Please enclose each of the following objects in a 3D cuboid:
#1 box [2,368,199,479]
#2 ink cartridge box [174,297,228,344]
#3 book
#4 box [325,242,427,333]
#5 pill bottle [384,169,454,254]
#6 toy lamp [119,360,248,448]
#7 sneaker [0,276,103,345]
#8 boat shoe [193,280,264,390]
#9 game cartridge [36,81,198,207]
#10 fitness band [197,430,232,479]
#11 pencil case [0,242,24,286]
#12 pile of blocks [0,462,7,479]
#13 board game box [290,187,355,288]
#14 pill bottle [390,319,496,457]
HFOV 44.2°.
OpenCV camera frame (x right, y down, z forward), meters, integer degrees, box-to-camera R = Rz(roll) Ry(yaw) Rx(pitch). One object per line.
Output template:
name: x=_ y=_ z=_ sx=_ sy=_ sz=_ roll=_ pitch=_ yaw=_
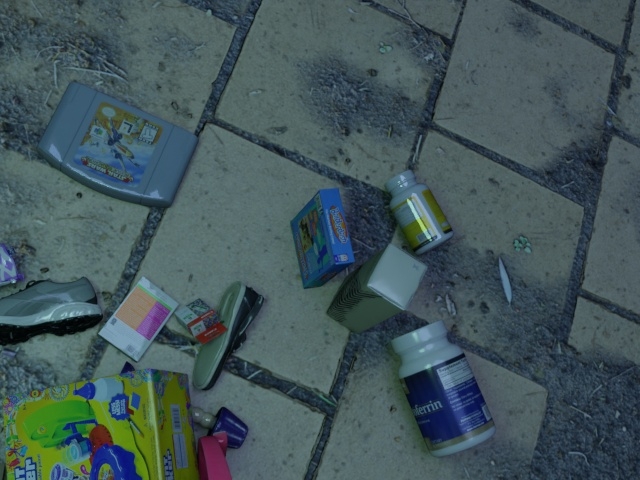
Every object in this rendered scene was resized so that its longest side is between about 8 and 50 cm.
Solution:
box: x=-0.373 y=0.394 z=1.370 sx=0.279 sy=0.177 sz=0.290 roll=-13 pitch=75 yaw=9
ink cartridge box: x=-0.241 y=0.162 z=1.587 sx=0.062 sy=0.115 sz=0.029 roll=-30 pitch=123 yaw=-23
book: x=-0.365 y=0.159 z=1.587 sx=0.096 sy=0.035 sz=0.144 roll=38 pitch=65 yaw=-8
box: x=0.110 y=0.106 z=1.633 sx=0.094 sy=0.275 sz=0.113 roll=33 pitch=66 yaw=-5
pill bottle: x=0.223 y=-0.066 z=1.824 sx=0.103 sy=0.103 sz=0.184 roll=-25 pitch=83 yaw=-24
toy lamp: x=-0.272 y=0.329 z=1.540 sx=0.274 sy=0.080 sz=0.080 roll=26 pitch=66 yaw=-7
sneaker: x=-0.560 y=0.131 z=1.501 sx=0.271 sy=0.100 sz=0.108 roll=-7 pitch=65 yaw=-27
boat shoe: x=-0.186 y=0.202 z=1.610 sx=0.079 sy=0.084 sz=0.233 roll=36 pitch=68 yaw=-34
game cartridge: x=-0.428 y=-0.192 z=1.666 sx=0.297 sy=0.062 sz=0.198 roll=23 pitch=63 yaw=-11
fitness band: x=-0.185 y=0.470 z=1.410 sx=0.054 sy=0.291 sz=0.209 roll=-4 pitch=50 yaw=-13
pencil case: x=-0.664 y=0.083 z=1.475 sx=0.206 sy=0.086 sz=0.088 roll=-28 pitch=74 yaw=-23
pile of blocks: x=-0.607 y=0.467 z=1.260 sx=0.148 sy=0.113 sz=0.362 roll=18 pitch=30 yaw=4
board game box: x=0.000 y=0.000 z=1.666 sx=0.047 sy=0.210 sz=0.160 roll=-7 pitch=76 yaw=-22
pill bottle: x=0.256 y=0.313 z=1.687 sx=0.153 sy=0.153 sz=0.265 roll=-18 pitch=79 yaw=-23
